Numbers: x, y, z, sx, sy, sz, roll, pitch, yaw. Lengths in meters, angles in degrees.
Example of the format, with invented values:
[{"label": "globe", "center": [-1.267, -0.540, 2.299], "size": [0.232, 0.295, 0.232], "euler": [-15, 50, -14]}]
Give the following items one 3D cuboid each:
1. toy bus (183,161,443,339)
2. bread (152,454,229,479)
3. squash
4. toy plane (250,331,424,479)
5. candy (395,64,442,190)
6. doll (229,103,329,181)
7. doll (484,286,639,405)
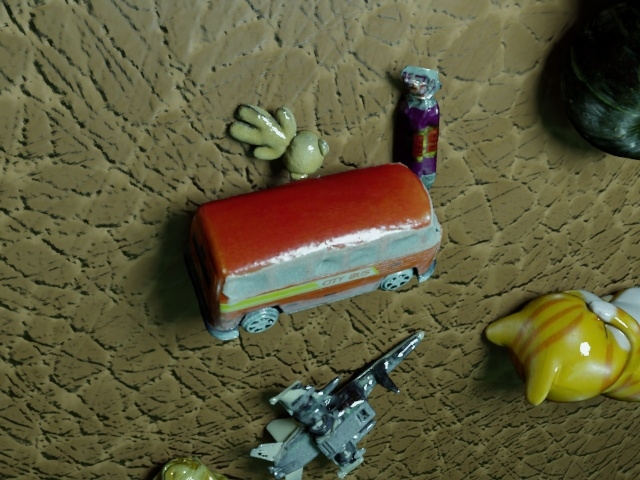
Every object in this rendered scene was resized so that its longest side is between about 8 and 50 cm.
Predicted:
[{"label": "toy bus", "center": [0.000, 0.000, 0.773], "size": [0.265, 0.121, 0.120], "euler": [-13, 148, -16]}, {"label": "bread", "center": [-0.089, 0.386, 1.016], "size": [0.084, 0.077, 0.367], "euler": [-42, 128, 3]}, {"label": "squash", "center": [0.356, -0.175, 0.829], "size": [0.193, 0.156, 0.193], "euler": [-21, 147, -15]}, {"label": "toy plane", "center": [0.038, 0.209, 0.957], "size": [0.262, 0.088, 0.192], "euler": [-36, 126, -1]}, {"label": "candy", "center": [0.104, -0.111, 0.821], "size": [0.045, 0.043, 0.175], "euler": [-13, 128, -14]}, {"label": "doll", "center": [-0.040, -0.100, 0.755], "size": [0.093, 0.051, 0.061], "euler": [19, 117, -31]}, {"label": "doll", "center": [0.378, 0.142, 1.030], "size": [0.270, 0.166, 0.162], "euler": [12, 112, -26]}]
